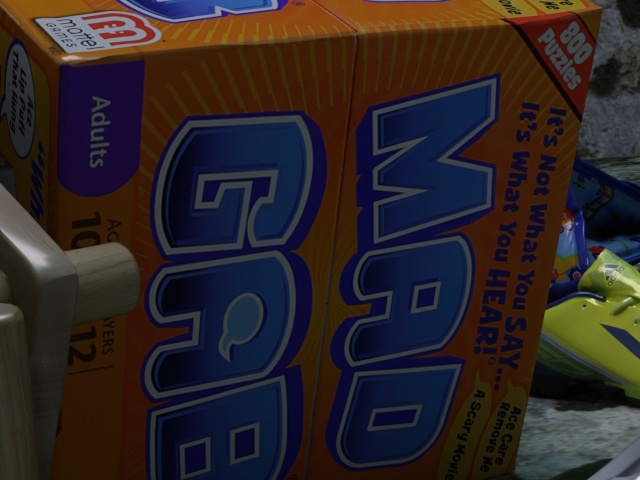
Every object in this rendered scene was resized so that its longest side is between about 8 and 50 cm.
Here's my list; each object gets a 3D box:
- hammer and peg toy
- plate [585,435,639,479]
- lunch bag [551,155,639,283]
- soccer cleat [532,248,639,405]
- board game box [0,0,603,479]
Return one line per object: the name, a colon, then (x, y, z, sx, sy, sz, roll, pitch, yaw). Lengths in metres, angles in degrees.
hammer and peg toy: (-0.181, 0.079, 0.832, 0.127, 0.265, 0.361, -11, 37, -36)
plate: (0.080, 0.122, 0.536, 0.278, 0.045, 0.277, -37, -12, -21)
lunch bag: (0.243, 0.010, 1.699, 0.221, 0.138, 0.293, -20, -14, 33)
soccer cleat: (0.261, 0.068, 1.306, 0.289, 0.121, 0.093, 1, 10, 38)
board game box: (-0.079, -0.042, 1.113, 0.356, 0.356, 0.356, -9, 32, -27)
